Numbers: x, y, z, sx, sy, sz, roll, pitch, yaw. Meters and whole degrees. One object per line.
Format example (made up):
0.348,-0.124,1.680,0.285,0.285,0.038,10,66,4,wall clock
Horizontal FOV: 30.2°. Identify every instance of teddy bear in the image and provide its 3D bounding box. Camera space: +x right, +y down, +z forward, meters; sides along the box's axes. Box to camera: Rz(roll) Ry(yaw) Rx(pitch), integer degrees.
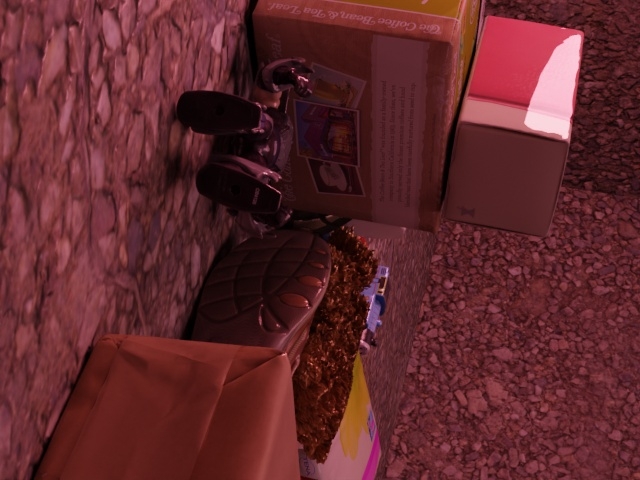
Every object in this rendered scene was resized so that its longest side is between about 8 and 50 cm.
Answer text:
-0.008,0.117,1.439,0.245,0.113,0.338,107,1,-48,teddy bear

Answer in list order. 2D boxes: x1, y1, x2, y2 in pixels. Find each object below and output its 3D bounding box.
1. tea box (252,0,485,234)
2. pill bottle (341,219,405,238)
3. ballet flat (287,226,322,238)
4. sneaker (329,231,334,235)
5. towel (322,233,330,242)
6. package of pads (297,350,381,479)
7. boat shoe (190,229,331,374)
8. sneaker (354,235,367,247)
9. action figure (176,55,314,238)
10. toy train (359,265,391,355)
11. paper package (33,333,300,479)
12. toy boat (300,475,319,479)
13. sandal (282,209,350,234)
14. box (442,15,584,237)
0.071,-0.240,1.407,0.329,0.220,0.323,86,17,-54,tea box
0.085,-0.156,1.738,0.160,0.160,0.283,68,32,-71,pill bottle
-0.037,0.070,1.593,0.250,0.058,0.084,94,14,-50,ballet flat
0.012,0.056,1.797,0.235,0.090,0.094,-69,152,-63,sneaker
0.000,0.000,1.641,0.067,0.029,0.119,85,-10,-52,towel
0.005,0.305,1.754,0.296,0.101,0.229,-64,145,-59,package of pads
-0.079,0.116,1.231,0.116,0.123,0.324,95,19,-45,boat shoe
0.038,-0.014,1.931,0.064,0.067,0.175,-18,103,-58,sneaker
-0.061,-0.090,1.168,0.285,0.099,0.185,-43,136,-79,action figure
0.054,0.116,1.974,0.080,0.105,0.184,87,16,-51,toy train
-0.124,0.283,0.947,0.325,0.168,0.309,87,16,-48,paper package
-0.087,0.326,1.343,0.318,0.148,0.267,-10,105,-72,toy boat
0.052,-0.110,1.593,0.303,0.086,0.120,-43,165,-20,sandal
0.231,-0.139,1.406,0.232,0.127,0.148,-71,169,-46,box
